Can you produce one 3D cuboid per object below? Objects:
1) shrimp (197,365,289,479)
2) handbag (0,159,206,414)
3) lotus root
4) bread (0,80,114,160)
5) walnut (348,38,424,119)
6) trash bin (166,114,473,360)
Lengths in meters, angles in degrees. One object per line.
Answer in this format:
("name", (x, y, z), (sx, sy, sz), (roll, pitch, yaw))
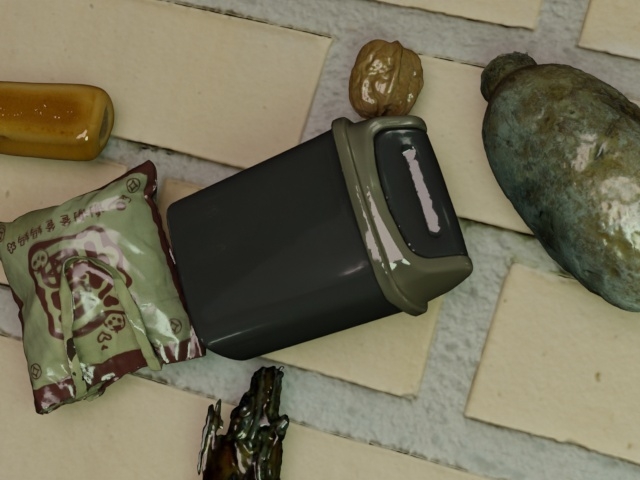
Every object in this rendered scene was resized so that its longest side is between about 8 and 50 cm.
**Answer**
("shrimp", (-0.019, 0.314, 1.498), (0.233, 0.071, 0.365), (1, 76, 4))
("handbag", (-0.250, 0.050, 1.577), (0.213, 0.127, 0.235), (-20, 75, 6))
("lotus root", (0.273, -0.064, 1.461), (0.175, 0.175, 0.349), (-40, 68, 2))
("bread", (-0.360, -0.143, 1.676), (0.239, 0.074, 0.092), (6, 73, 15))
("walnut", (0.073, -0.178, 1.584), (0.079, 0.082, 0.096), (19, 80, -12))
("trash bin", (0.000, 0.000, 1.507), (0.290, 0.182, 0.209), (-21, 74, 13))
